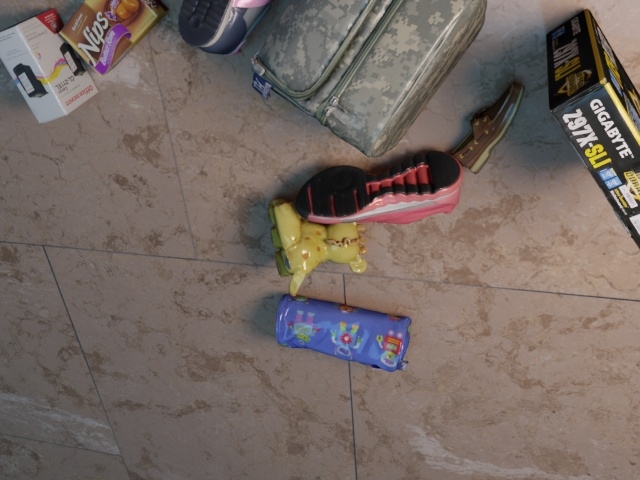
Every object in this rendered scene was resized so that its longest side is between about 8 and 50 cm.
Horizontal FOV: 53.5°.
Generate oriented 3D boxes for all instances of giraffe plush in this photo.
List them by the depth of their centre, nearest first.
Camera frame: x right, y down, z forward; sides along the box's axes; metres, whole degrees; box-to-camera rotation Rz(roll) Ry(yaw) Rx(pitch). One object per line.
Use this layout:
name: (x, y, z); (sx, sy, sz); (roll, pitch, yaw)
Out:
giraffe plush: (0.000, 0.000, 1.263); (0.170, 0.210, 0.181); (-11, 118, -12)

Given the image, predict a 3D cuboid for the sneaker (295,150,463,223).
sneaker: (0.111, -0.066, 1.185); (0.314, 0.116, 0.136); (-8, 147, 13)

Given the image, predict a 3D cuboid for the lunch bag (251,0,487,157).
lunch bag: (0.065, -0.306, 0.966); (0.256, 0.212, 0.305); (38, 108, 9)

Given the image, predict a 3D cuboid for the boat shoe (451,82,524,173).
boat shoe: (0.285, -0.194, 1.087); (0.060, 0.064, 0.178); (27, 131, 0)

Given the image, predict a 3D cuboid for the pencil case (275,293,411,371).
pencil case: (0.049, 0.204, 1.396); (0.306, 0.119, 0.133); (11, 103, 11)

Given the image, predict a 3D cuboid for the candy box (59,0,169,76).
candy box: (-0.379, -0.401, 1.161); (0.187, 0.053, 0.109); (-31, 110, 31)

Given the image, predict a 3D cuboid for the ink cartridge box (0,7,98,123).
ink cartridge box: (-0.518, -0.330, 1.205); (0.072, 0.127, 0.175); (-11, 120, 21)

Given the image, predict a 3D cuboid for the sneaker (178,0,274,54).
sneaker: (-0.103, -0.443, 1.028); (0.112, 0.131, 0.319); (46, 108, 17)

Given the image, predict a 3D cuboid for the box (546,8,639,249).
box: (0.420, -0.165, 0.906); (0.079, 0.322, 0.257); (-31, 109, 33)
